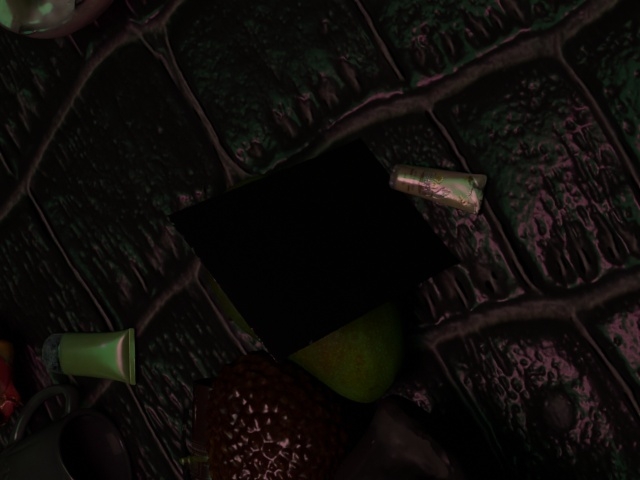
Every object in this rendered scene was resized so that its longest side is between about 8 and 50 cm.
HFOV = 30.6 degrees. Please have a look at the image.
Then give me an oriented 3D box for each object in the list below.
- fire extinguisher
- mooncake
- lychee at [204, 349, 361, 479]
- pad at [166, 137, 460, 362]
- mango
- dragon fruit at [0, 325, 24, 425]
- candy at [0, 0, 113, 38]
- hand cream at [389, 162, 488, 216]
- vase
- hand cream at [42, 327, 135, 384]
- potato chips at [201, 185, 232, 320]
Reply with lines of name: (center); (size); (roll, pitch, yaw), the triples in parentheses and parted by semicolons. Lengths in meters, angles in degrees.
fire extinguisher: (-0.170, 0.389, 1.842); (0.141, 0.105, 0.341); (7, 95, 45)
mooncake: (0.191, 0.397, 1.514); (0.350, 0.381, 0.212); (32, 96, -18)
lychee: (-0.057, 0.290, 1.705); (0.236, 0.236, 0.271); (-30, 75, 24)
pad: (0.000, 0.000, 1.613); (0.247, 0.367, 0.007); (52, 139, 15)
mango: (-0.023, 0.069, 1.691); (0.382, 0.225, 0.201); (52, 142, 14)
dragon fruit: (-0.624, 0.226, 2.001); (0.227, 0.224, 0.224); (41, 110, 40)
candy: (-0.409, -0.551, 1.873); (0.427, 0.186, 0.386); (-36, 85, 21)
hand cream: (0.167, -0.078, 1.689); (0.143, 0.039, 0.061); (13, 96, 21)
vase: (-0.471, 0.378, 1.976); (0.301, 0.156, 0.251); (-22, 67, 31)
hand cream: (-0.388, 0.192, 1.974); (0.175, 0.046, 0.095); (0, 91, 20)
potato chips: (-0.165, 0.022, 1.808); (0.026, 0.142, 0.209); (-11, 82, 2)
